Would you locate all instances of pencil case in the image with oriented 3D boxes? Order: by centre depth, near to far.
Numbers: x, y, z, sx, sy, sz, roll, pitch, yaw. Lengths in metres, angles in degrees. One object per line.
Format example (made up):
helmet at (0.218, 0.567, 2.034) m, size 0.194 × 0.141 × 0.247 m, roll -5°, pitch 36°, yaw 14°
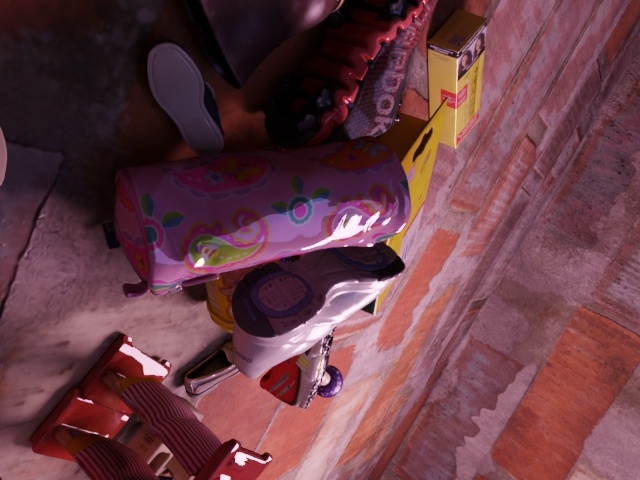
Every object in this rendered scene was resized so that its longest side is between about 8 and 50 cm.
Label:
pencil case at (-0.054, -0.029, 0.535) m, size 0.284 × 0.124 × 0.124 m, roll -13°, pitch 134°, yaw -27°

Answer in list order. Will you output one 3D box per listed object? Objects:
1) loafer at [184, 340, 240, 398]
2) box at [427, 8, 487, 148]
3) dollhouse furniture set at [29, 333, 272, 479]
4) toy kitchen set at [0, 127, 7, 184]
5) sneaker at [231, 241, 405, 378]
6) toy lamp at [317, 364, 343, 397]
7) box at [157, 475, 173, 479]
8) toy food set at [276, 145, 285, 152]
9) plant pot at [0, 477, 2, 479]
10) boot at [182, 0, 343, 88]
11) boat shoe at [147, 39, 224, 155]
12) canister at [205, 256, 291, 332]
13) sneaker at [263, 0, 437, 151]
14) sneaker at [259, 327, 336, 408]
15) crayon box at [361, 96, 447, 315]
loafer at (-0.143, 0.178, 0.801) m, size 0.125 × 0.045 × 0.039 m, roll -36°, pitch 141°, yaw -32°
box at (0.228, -0.263, 0.930) m, size 0.087 × 0.058 × 0.232 m, roll -50°, pitch 154°, yaw -17°
dollhouse furniture set at (-0.159, 0.288, 0.713) m, size 0.152 × 0.201 × 0.374 m, roll -50°, pitch 153°, yaw -14°
toy kitchen set at (-0.295, -0.017, 0.272) m, size 0.166 × 0.122 × 0.207 m, roll 56°, pitch 49°, yaw -62°
sneaker at (-0.005, 0.070, 0.707) m, size 0.297 × 0.111 × 0.129 m, roll -22°, pitch 146°, yaw -43°
toy lamp at (-0.015, 0.246, 1.061) m, size 0.080 × 0.080 × 0.274 m, roll -53°, pitch 155°, yaw -9°
box at (-0.193, 0.450, 0.865) m, size 0.051 × 0.175 × 0.220 m, roll -51°, pitch 153°, yaw -11°
toy food set at (-0.027, -0.116, 0.696) m, size 0.083 × 0.020 × 0.083 m, roll -28°, pitch 142°, yaw -45°
plant pot at (-0.302, 0.259, 0.356) m, size 0.272 × 0.265 × 0.272 m, roll -41°, pitch 150°, yaw -31°
boot at (-0.031, -0.264, 0.437) m, size 0.207 × 0.090 × 0.248 m, roll -50°, pitch 157°, yaw -19°
boat shoe at (-0.118, -0.132, 0.498) m, size 0.046 × 0.038 × 0.125 m, roll -14°, pitch 145°, yaw 7°
canister at (-0.090, 0.018, 0.677) m, size 0.126 × 0.073 × 0.170 m, roll -40°, pitch 148°, yaw -32°
sneaker at (0.055, -0.199, 0.637) m, size 0.276 × 0.098 × 0.135 m, roll -55°, pitch 142°, yaw -1°
sneaker at (-0.041, 0.139, 0.851) m, size 0.107 × 0.118 × 0.279 m, roll -51°, pitch 156°, yaw -66°
crayon box at (0.109, -0.058, 0.882) m, size 0.202 × 0.081 × 0.318 m, roll -53°, pitch 158°, yaw -40°
